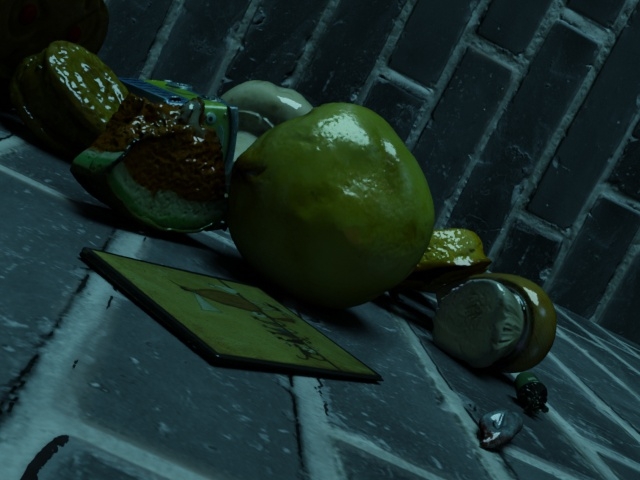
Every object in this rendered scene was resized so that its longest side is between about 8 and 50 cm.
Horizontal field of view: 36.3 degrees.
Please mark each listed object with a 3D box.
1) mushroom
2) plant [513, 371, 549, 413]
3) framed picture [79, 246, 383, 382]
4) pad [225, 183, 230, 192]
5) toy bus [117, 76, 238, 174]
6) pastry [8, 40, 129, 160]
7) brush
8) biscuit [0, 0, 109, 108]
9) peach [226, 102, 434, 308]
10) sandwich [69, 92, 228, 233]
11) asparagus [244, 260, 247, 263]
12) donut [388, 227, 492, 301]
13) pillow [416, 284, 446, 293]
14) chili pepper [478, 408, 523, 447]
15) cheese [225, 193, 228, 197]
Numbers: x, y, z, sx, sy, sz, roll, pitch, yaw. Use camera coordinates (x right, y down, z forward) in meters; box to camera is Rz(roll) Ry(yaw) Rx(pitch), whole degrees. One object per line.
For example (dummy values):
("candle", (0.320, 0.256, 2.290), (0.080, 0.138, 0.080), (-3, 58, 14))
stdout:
("mushroom", (-0.161, -0.195, 2.198), (0.314, 0.314, 0.336), (28, 33, 7))
("plant", (0.343, 0.252, 1.567), (0.051, 0.051, 0.102), (26, 18, -12))
("framed picture", (-0.099, 0.096, 1.199), (0.255, 0.014, 0.339), (32, 9, 35))
("pad", (-0.257, -0.104, 1.813), (0.174, 0.022, 0.233), (9, 4, 13))
("toy bus", (-0.313, -0.235, 1.970), (0.190, 0.151, 0.312), (-1, 18, -36))
("pastry", (-0.437, -0.243, 1.753), (0.235, 0.132, 0.240), (18, 41, -62))
("brush", (0.279, 0.134, 1.754), (0.166, 0.174, 0.267), (10, 8, -37))
("biscuit", (-0.524, -0.384, 1.765), (0.070, 0.350, 0.394), (44, 18, 17))
("peach", (0.011, -0.047, 1.534), (0.316, 0.314, 0.282), (-11, -4, -39))
("sandwich", (-0.248, -0.112, 1.461), (0.109, 0.212, 0.292), (15, 13, 33))
("asparagus", (-0.123, 0.023, 1.619), (0.015, 0.014, 0.114), (47, 2, -14))
("donut", (0.205, 0.047, 1.895), (0.254, 0.118, 0.253), (-4, -10, -1))
("pillow", (0.152, 0.021, 2.212), (0.312, 0.119, 0.310), (26, 11, -8))
("chili pepper", (0.233, 0.242, 1.273), (0.050, 0.041, 0.153), (-15, -8, 20))
("cheese", (-0.139, -0.042, 1.941), (0.097, 0.037, 0.192), (19, 12, -42))
